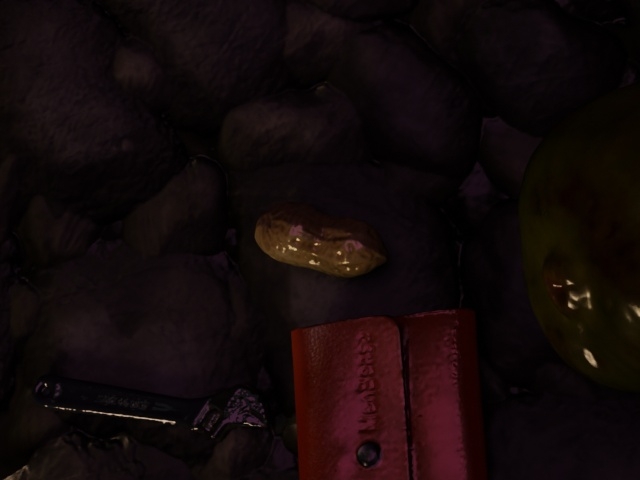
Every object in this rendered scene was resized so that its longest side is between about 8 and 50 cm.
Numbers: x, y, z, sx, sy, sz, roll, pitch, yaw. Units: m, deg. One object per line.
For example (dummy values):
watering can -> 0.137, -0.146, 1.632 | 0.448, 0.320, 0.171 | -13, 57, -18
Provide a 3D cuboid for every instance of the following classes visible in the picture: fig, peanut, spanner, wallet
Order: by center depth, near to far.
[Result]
fig -> 0.245, -0.011, 0.955 | 0.225, 0.203, 0.203 | -26, 62, -24
wallet -> 0.050, 0.153, 1.042 | 0.142, 0.045, 0.204 | -9, 70, 18
peanut -> 0.000, 0.000, 1.105 | 0.113, 0.054, 0.054 | 13, 78, 28
spanner -> -0.134, 0.126, 1.137 | 0.208, 0.012, 0.046 | 5, 75, 22
